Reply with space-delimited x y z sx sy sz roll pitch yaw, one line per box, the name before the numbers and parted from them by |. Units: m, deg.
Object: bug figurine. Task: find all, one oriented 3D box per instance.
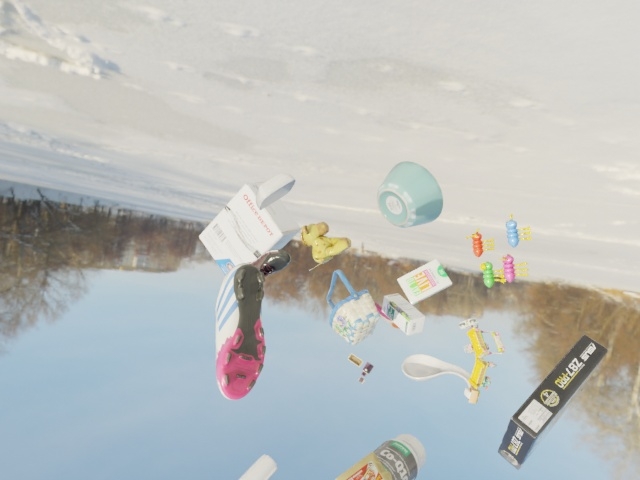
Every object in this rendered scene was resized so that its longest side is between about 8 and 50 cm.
bug figurine | 0.589 0.042 1.637 0.072 0.216 0.279 -3 169 -17

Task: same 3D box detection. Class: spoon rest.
spoon rest | 0.441 0.493 1.841 0.277 0.084 0.137 12 -147 27

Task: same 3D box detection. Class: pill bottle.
pill bottle | 0.304 1.002 2.147 0.204 0.204 0.361 9 -168 37

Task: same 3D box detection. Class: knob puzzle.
knob puzzle | 0.170 0.870 1.706 0.213 0.213 0.030 10 148 -12

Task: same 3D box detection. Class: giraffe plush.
giraffe plush | 0.000 0.000 1.996 0.210 0.170 0.181 -29 175 -23

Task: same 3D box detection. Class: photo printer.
photo printer | -0.359 1.184 2.334 0.107 0.308 0.256 43 143 13

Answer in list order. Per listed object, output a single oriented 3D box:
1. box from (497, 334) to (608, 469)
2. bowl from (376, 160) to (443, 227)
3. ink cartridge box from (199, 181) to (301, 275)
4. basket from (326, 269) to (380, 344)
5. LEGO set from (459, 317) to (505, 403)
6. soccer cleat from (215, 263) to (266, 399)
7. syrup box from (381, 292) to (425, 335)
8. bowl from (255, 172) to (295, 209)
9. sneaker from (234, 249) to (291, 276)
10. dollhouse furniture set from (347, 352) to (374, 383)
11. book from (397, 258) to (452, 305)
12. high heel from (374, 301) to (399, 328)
box | 0.744 0.526 1.590 0.097 0.395 0.318 38 154 32
bowl | 0.372 -0.179 2.193 0.163 0.311 0.312 -34 -155 -31
ink cartridge box | -0.320 -0.035 2.216 0.395 0.285 0.166 -42 169 30
basket | 0.127 0.302 2.224 0.201 0.254 0.288 -18 -126 -22
LEGO set | 0.559 0.406 1.672 0.107 0.286 0.132 5 162 -20
soccer cleat | -0.206 0.223 1.217 0.116 0.330 0.143 17 157 -32
syrup box | 0.408 0.363 2.435 0.097 0.093 0.237 -7 -153 -27
bowl | -0.159 -0.172 1.654 0.142 0.053 0.142 -35 177 -20
sneaker | -0.239 0.149 1.926 0.282 0.162 0.106 -24 128 30
dollhouse furniture set | 0.158 0.552 2.122 0.114 0.091 0.081 34 178 14
book | 0.334 0.135 1.574 0.144 0.096 0.035 -29 153 2
high heel | 0.392 0.418 2.746 0.244 0.117 0.082 8 143 27
